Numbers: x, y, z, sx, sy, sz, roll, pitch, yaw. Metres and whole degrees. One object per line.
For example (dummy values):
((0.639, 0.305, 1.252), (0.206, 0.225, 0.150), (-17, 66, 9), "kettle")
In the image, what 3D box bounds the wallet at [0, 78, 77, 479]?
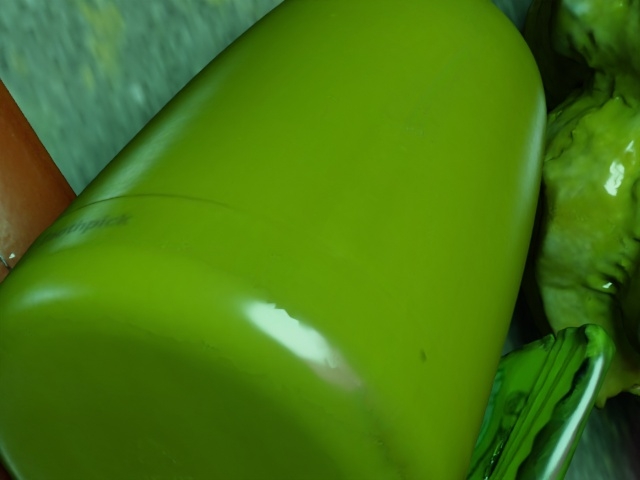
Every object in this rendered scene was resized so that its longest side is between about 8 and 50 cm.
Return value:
((-0.149, 0.024, 0.484), (0.142, 0.045, 0.204), (-38, 103, -33), "wallet")

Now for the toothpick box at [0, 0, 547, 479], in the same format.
((0.000, 0.000, 0.485), (0.175, 0.175, 0.271), (48, 41, -17), "toothpick box")

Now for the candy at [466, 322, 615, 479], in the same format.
((0.066, 0.114, 0.519), (0.069, 0.246, 0.149), (25, 81, 14), "candy")

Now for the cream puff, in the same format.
((0.209, -0.026, 0.613), (0.257, 0.291, 0.324), (-47, 126, 2), "cream puff")
